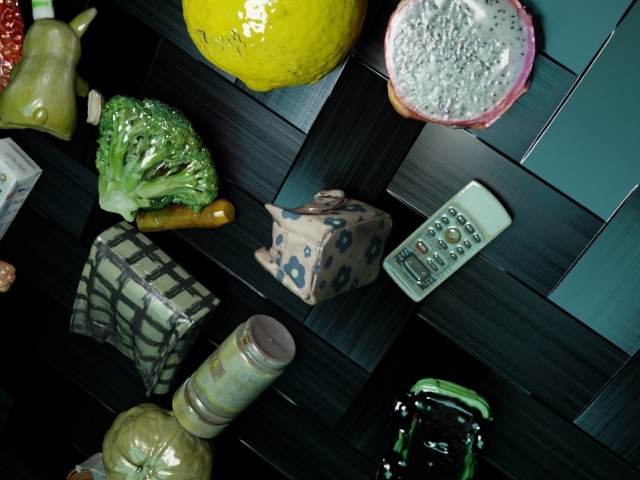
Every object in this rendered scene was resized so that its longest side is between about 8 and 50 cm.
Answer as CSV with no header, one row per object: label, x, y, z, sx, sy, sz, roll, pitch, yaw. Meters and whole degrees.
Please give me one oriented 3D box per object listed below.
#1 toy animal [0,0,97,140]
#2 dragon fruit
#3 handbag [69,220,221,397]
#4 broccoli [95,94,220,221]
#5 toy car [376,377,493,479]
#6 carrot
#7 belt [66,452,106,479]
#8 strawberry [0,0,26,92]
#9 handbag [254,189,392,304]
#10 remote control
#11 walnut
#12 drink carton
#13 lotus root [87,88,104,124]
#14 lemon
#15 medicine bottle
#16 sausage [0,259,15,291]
toy animal,-0.607,-0.401,1.823,0.181,0.363,0.180,12,160,-16
dragon fruit,0.262,-0.346,1.458,0.290,0.189,0.291,6,113,13
handbag,-0.443,0.174,1.969,0.325,0.162,0.327,39,127,11
broccoli,-0.368,-0.164,1.754,0.307,0.275,0.308,8,137,8
toy car,0.253,0.463,1.758,0.213,0.176,0.359,16,111,17
carrot,-0.318,-0.054,1.873,0.260,0.070,0.070,-5,106,26
belt,-0.570,0.693,2.237,0.261,0.105,0.184,26,115,14
strawberry,-0.827,-0.461,1.908,0.253,0.150,0.280,-10,102,24
handbag,0.000,0.000,1.655,0.193,0.251,0.190,26,115,33
remote control,0.258,0.002,1.659,0.123,0.038,0.285,49,120,2
walnut,-0.402,0.541,2.009,0.282,0.277,0.253,3,86,-4
drink carton,-0.848,-0.105,2.068,0.130,0.106,0.315,44,119,2
lotus root,-0.523,-0.313,1.893,0.037,0.030,0.083,16,116,11
lemon,-0.080,-0.464,1.469,0.349,0.350,0.387,17,105,18
medicine bottle,-0.205,0.322,1.914,0.151,0.151,0.322,45,119,3
sausage,-0.953,0.065,2.188,0.289,0.086,0.086,16,114,18
